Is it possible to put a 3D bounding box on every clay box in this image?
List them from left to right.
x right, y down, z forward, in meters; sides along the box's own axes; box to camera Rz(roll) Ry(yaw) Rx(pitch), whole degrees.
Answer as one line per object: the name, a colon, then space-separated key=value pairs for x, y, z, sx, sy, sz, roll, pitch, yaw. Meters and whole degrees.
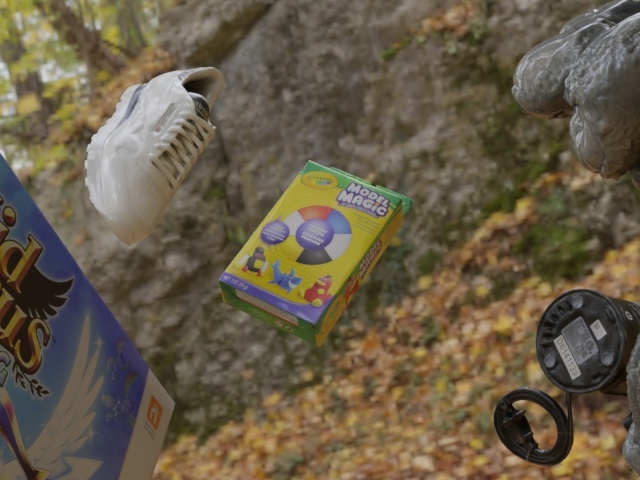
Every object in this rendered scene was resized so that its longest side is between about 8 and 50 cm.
clay box: x=0.000 y=0.000 z=1.362 sx=0.127 sy=0.222 sz=0.053 roll=23 pitch=-30 yaw=21

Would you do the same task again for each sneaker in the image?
sneaker: x=-0.154 y=-0.091 z=1.167 sx=0.094 sy=0.235 sz=0.090 roll=-15 pitch=-51 yaw=20

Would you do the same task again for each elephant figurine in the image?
elephant figurine: x=0.202 y=-0.004 z=0.525 sx=0.169 sy=0.239 sz=0.186 roll=-28 pitch=9 yaw=-10

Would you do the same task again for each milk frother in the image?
milk frother: x=0.231 y=0.118 z=1.013 sx=0.134 sy=0.129 sz=0.143 roll=12 pitch=-27 yaw=-43

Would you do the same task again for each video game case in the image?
video game case: x=-0.167 y=0.102 z=0.532 sx=0.061 sy=0.244 sz=0.269 roll=-3 pitch=-40 yaw=19
